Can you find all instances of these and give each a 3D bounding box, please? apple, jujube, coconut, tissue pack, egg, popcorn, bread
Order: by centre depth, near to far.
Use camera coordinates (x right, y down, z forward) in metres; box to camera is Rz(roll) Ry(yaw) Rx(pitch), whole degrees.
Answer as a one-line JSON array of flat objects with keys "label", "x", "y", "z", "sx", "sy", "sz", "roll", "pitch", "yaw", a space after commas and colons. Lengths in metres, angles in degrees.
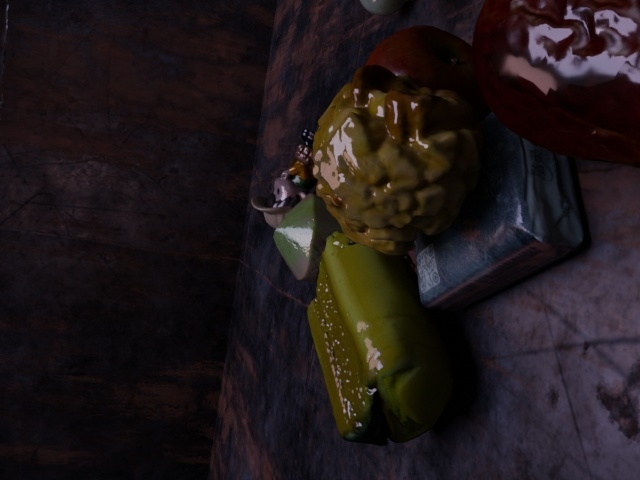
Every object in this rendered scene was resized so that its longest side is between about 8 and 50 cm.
[{"label": "jujube", "x": 0.301, "y": -0.192, "z": 0.646, "sx": 0.318, "sy": 0.222, "sz": 0.223, "roll": 50, "pitch": 131, "yaw": 54}, {"label": "popcorn", "x": 0.092, "y": -0.106, "z": 0.884, "sx": 0.332, "sy": 0.225, "sz": 0.265, "roll": 100, "pitch": 150, "yaw": -57}, {"label": "tissue pack", "x": 0.246, "y": -0.040, "z": 0.924, "sx": 0.316, "sy": 0.103, "sz": 0.228, "roll": 130, "pitch": 141, "yaw": -61}, {"label": "apple", "x": 0.173, "y": -0.250, "z": 1.054, "sx": 0.230, "sy": 0.229, "sz": 0.230, "roll": -172, "pitch": 90, "yaw": -73}, {"label": "bread", "x": 0.109, "y": 0.177, "z": 1.087, "sx": 0.377, "sy": 0.208, "sz": 0.251, "roll": -105, "pitch": 25, "yaw": -51}, {"label": "egg", "x": 0.155, "y": -0.613, "z": 1.416, "sx": 0.131, "sy": 0.131, "sz": 0.164, "roll": -155, "pitch": 81, "yaw": -72}, {"label": "coconut", "x": 0.000, "y": 0.000, "z": 1.470, "sx": 0.205, "sy": 0.235, "sz": 0.236, "roll": -118, "pitch": 39, "yaw": -67}]

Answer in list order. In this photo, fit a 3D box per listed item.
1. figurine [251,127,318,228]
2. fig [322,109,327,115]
[{"label": "figurine", "x": -0.058, "y": -0.173, "z": 1.905, "sx": 0.332, "sy": 0.204, "sz": 0.185, "roll": -52, "pitch": 20, "yaw": 3}, {"label": "fig", "x": 0.084, "y": -0.284, "z": 1.501, "sx": 0.202, "sy": 0.148, "sz": 0.149, "roll": -42, "pitch": 60, "yaw": 3}]
